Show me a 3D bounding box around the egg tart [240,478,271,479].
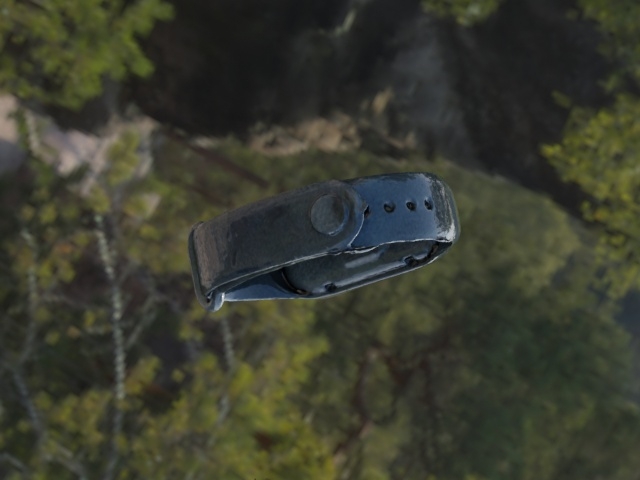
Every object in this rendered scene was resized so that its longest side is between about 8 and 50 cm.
[{"bbox_3d":[-0.027,0.209,1.009,0.191,0.191,0.074,-18,138,-56],"label":"egg tart"}]

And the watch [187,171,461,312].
[{"bbox_3d":[0.000,0.000,1.193,0.193,0.206,0.068,8,68,-64],"label":"watch"}]
